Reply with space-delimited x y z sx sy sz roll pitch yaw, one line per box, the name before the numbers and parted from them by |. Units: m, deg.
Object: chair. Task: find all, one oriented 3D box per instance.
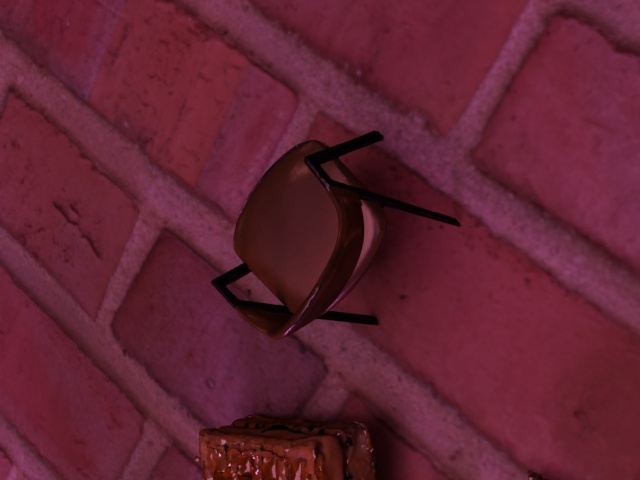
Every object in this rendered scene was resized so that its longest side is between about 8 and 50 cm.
chair | 0.000 0.000 0.948 0.172 0.247 0.159 49 115 22

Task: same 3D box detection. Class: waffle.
waffle | -0.025 0.344 1.045 0.213 0.091 0.308 -8 90 49

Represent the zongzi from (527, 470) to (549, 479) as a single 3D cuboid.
zongzi | 0.285 0.274 0.873 0.194 0.099 0.197 -29 70 31
